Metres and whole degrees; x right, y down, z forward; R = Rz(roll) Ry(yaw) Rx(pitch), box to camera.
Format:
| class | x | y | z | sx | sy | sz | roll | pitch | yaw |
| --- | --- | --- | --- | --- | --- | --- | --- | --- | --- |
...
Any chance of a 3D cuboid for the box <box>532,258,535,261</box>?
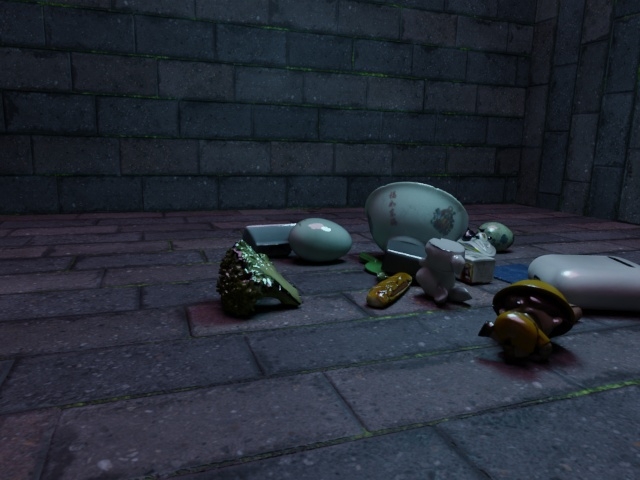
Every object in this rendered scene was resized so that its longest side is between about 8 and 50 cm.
| class | x | y | z | sx | sy | sz | roll | pitch | yaw |
| --- | --- | --- | --- | --- | --- | --- | --- | --- | --- |
| box | 0.955 | 0.103 | 1.980 | 0.133 | 0.023 | 0.090 | 5 | 13 | 16 |

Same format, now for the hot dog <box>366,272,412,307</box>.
| class | x | y | z | sx | sy | sz | roll | pitch | yaw |
| --- | --- | --- | --- | --- | --- | --- | --- | --- | --- |
| hot dog | 0.228 | 0.155 | 1.550 | 0.087 | 0.061 | 0.286 | -6 | 6 | 25 |

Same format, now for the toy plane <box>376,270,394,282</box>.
| class | x | y | z | sx | sy | sz | roll | pitch | yaw |
| --- | --- | --- | --- | --- | --- | --- | --- | --- | --- |
| toy plane | 0.235 | 0.130 | 1.708 | 0.102 | 0.040 | 0.111 | 9 | 12 | 39 |

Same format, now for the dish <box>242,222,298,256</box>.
| class | x | y | z | sx | sy | sz | roll | pitch | yaw |
| --- | --- | --- | --- | --- | --- | --- | --- | --- | --- |
| dish | -0.209 | 0.017 | 2.032 | 0.243 | 0.182 | 0.080 | -4 | 51 | -21 |

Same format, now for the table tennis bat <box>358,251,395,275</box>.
| class | x | y | z | sx | sy | sz | roll | pitch | yaw |
| --- | --- | --- | --- | --- | --- | --- | --- | --- | --- |
| table tennis bat | 0.234 | 0.097 | 1.894 | 0.160 | 0.039 | 0.257 | -5 | 19 | -28 |

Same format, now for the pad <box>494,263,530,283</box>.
| class | x | y | z | sx | sy | sz | roll | pitch | yaw |
| --- | --- | --- | --- | --- | --- | --- | --- | --- | --- |
| pad | 0.783 | 0.133 | 1.840 | 0.269 | 0.012 | 0.269 | -4 | 13 | -26 |

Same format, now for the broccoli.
| class | x | y | z | sx | sy | sz | roll | pitch | yaw |
| --- | --- | --- | --- | --- | --- | --- | --- | --- | --- |
| broccoli | -0.207 | 0.147 | 1.416 | 0.180 | 0.273 | 0.242 | -42 | 20 | 9 |

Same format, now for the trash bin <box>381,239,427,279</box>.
| class | x | y | z | sx | sy | sz | roll | pitch | yaw |
| --- | --- | --- | --- | --- | --- | --- | --- | --- | --- |
| trash bin | 0.348 | 0.078 | 1.733 | 0.236 | 0.101 | 0.177 | 15 | 20 | 8 |

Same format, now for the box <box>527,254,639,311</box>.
| class | x | y | z | sx | sy | sz | roll | pitch | yaw |
| --- | --- | --- | --- | --- | --- | --- | --- | --- | --- |
| box | 0.875 | 0.131 | 1.534 | 0.349 | 0.141 | 0.289 | 2 | 10 | 3 |

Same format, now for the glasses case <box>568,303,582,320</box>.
| class | x | y | z | sx | sy | sz | roll | pitch | yaw |
| --- | --- | --- | --- | --- | --- | --- | --- | --- | --- |
| glasses case | 0.653 | 0.187 | 1.409 | 0.102 | 0.070 | 0.193 | -8 | 15 | -35 |

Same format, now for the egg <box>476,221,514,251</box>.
| class | x | y | z | sx | sy | sz | roll | pitch | yaw |
| --- | --- | --- | --- | --- | --- | --- | --- | --- | --- |
| egg | 0.827 | -0.016 | 2.253 | 0.181 | 0.141 | 0.141 | 8 | 11 | -3 |

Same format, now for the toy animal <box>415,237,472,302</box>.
| class | x | y | z | sx | sy | sz | roll | pitch | yaw |
| --- | --- | --- | --- | --- | --- | --- | --- | --- | --- |
| toy animal | 0.393 | 0.098 | 1.510 | 0.127 | 0.193 | 0.178 | -1 | 14 | -26 |

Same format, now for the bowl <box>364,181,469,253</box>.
| class | x | y | z | sx | sy | sz | roll | pitch | yaw |
| --- | --- | --- | --- | --- | --- | --- | --- | --- | --- |
| bowl | 0.365 | -0.022 | 1.921 | 0.434 | 0.435 | 0.196 | 6 | 56 | 21 |

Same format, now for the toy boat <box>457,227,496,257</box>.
| class | x | y | z | sx | sy | sz | roll | pitch | yaw |
| --- | --- | --- | --- | --- | --- | --- | --- | --- | --- |
| toy boat | 0.695 | 0.005 | 2.166 | 0.140 | 0.141 | 0.269 | -2 | 7 | -17 |

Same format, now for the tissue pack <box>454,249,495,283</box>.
| class | x | y | z | sx | sy | sz | roll | pitch | yaw |
| --- | --- | --- | --- | --- | --- | --- | --- | --- | --- |
| tissue pack | 0.553 | 0.097 | 1.763 | 0.106 | 0.099 | 0.148 | -1 | 11 | -23 |

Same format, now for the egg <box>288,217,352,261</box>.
| class | x | y | z | sx | sy | sz | roll | pitch | yaw |
| --- | --- | --- | --- | --- | --- | --- | --- | --- | --- |
| egg | 0.000 | 0.000 | 1.964 | 0.264 | 0.183 | 0.183 | 5 | 11 | -6 |

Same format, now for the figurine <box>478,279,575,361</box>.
| class | x | y | z | sx | sy | sz | roll | pitch | yaw |
| --- | --- | --- | --- | --- | --- | --- | --- | --- | --- |
| figurine | 0.506 | 0.188 | 1.157 | 0.192 | 0.167 | 0.257 | 23 | 23 | 27 |
